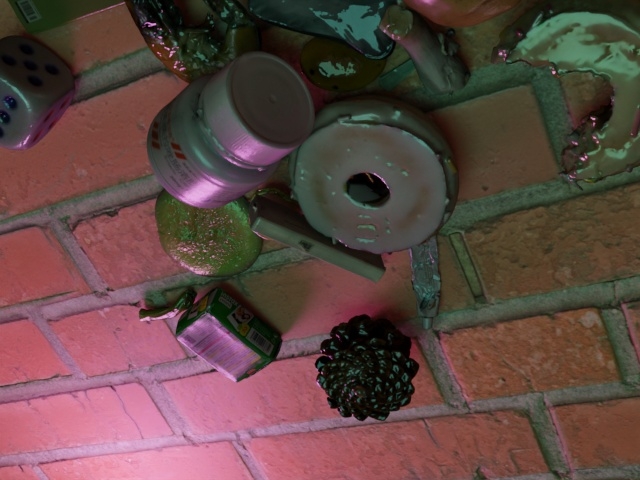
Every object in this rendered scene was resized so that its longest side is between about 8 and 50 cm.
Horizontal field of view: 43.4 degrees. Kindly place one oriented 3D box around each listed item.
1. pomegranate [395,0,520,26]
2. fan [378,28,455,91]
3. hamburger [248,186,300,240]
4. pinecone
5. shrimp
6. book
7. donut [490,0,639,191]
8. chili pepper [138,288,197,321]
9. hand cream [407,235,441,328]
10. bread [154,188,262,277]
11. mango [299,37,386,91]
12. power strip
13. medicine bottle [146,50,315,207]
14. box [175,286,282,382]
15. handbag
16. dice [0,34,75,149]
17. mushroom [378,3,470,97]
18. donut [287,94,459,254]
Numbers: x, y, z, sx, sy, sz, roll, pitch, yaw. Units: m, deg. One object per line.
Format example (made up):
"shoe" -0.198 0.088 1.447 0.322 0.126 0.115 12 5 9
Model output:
"pomegranate" 0.221 -0.517 1.340 0.333 0.332 0.332 9 125 13
"fan" 0.197 -0.366 1.634 0.038 0.016 0.193 41 127 -21
"hamburger" -0.110 -0.068 1.905 0.127 0.081 0.141 -11 133 22
"pinecone" 0.109 0.297 1.981 0.264 0.264 0.264 9 125 13
"shrimp" -0.286 -0.476 1.625 0.272 0.085 0.445 -6 137 34
"book" -0.551 -0.592 1.725 0.352 0.035 0.239 -10 121 24
"donut" 0.518 -0.301 1.483 0.307 0.150 0.371 -25 112 31
"chili pepper" -0.416 0.187 2.208 0.202 0.050 0.052 -21 151 28
"hand cream" 0.249 0.097 1.915 0.084 0.050 0.256 -2 116 18
"bread" -0.282 -0.022 2.019 0.302 0.045 0.301 9 126 12
"mango" 0.045 -0.361 1.647 0.178 0.090 0.115 6 116 5
"power strip" 0.000 0.000 1.837 0.367 0.106 0.043 23 119 -21
"medicine bottle" -0.187 -0.226 1.672 0.256 0.256 0.325 48 142 -15
"box" -0.246 0.253 2.146 0.250 0.103 0.180 42 126 -17
"handbag" 0.024 -0.480 1.560 0.332 0.075 0.191 21 108 9
"dice" -0.696 -0.338 1.852 0.194 0.191 0.193 39 128 -11
"mushroom" 0.201 -0.360 1.536 0.099 0.096 0.278 -10 151 33
"donut" 0.116 -0.143 1.734 0.383 0.142 0.382 10 125 14
